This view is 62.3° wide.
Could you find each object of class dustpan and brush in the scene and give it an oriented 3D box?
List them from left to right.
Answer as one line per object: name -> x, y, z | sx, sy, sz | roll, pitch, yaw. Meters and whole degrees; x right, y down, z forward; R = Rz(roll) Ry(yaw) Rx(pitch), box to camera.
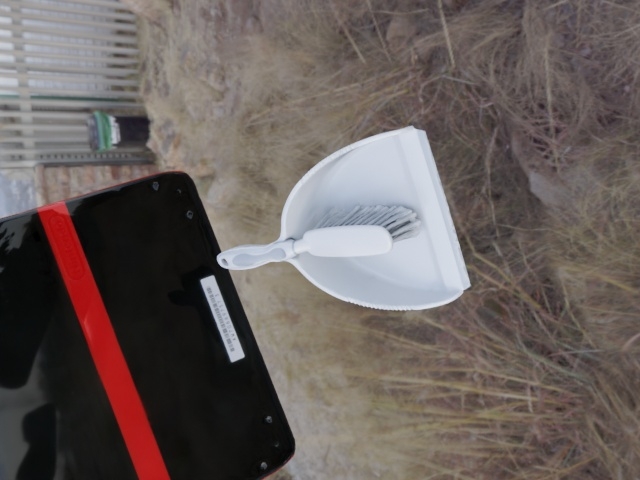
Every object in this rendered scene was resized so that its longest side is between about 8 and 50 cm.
dustpan and brush -> 0.000, 0.000, 0.443 | 0.211, 0.060, 0.147 | -5, 115, 38

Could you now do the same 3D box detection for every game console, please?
game console -> -0.240, 0.140, 0.579 | 0.060, 0.341, 0.387 | -25, 86, 62
